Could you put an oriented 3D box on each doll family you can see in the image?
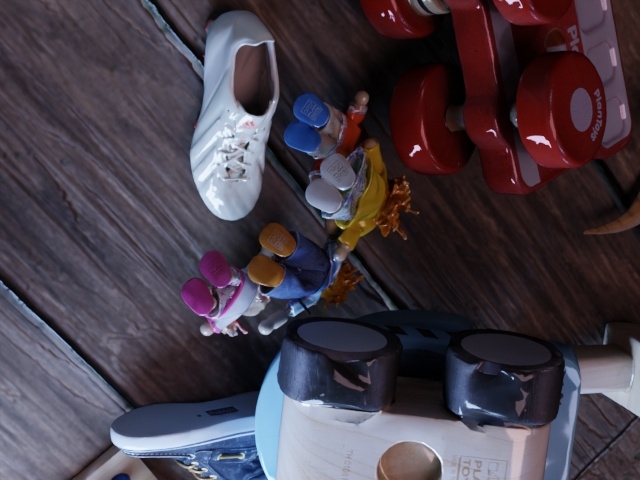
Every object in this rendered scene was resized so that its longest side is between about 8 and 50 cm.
[{"bbox_3d":[0.000,0.000,1.661,0.263,0.118,0.163,-57,160,5],"label":"doll family"}]

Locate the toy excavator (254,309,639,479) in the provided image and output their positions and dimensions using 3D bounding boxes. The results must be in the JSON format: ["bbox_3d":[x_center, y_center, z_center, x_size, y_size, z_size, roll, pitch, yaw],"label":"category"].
[{"bbox_3d":[0.161,0.153,1.799,0.433,0.445,0.222,6,106,1],"label":"toy excavator"}]

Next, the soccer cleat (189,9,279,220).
[{"bbox_3d":[-0.071,-0.100,1.608,0.068,0.076,0.196,-12,120,-27],"label":"soccer cleat"}]

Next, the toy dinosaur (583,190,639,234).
[{"bbox_3d":[0.351,-0.052,1.927,0.112,0.064,0.211,45,77,-22],"label":"toy dinosaur"}]

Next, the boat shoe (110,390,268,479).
[{"bbox_3d":[-0.111,0.197,1.745,0.183,0.065,0.083,-5,113,-33],"label":"boat shoe"}]

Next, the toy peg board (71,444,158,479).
[{"bbox_3d":[-0.190,0.300,1.743,0.161,0.079,0.161,-40,129,-9],"label":"toy peg board"}]

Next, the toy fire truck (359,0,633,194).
[{"bbox_3d":[0.181,-0.196,1.666,0.254,0.169,0.302,-29,111,-49],"label":"toy fire truck"}]
